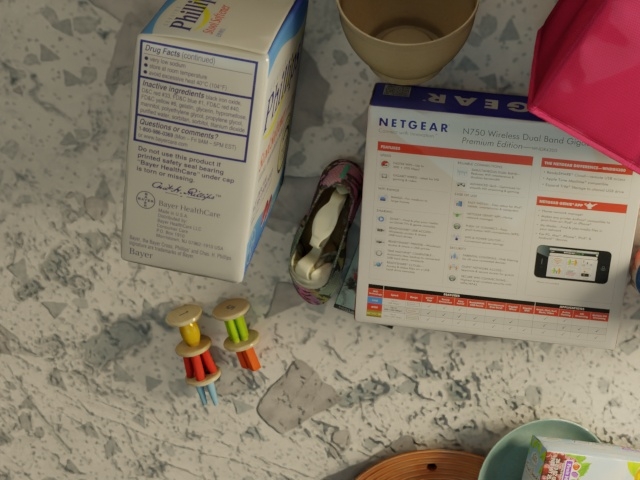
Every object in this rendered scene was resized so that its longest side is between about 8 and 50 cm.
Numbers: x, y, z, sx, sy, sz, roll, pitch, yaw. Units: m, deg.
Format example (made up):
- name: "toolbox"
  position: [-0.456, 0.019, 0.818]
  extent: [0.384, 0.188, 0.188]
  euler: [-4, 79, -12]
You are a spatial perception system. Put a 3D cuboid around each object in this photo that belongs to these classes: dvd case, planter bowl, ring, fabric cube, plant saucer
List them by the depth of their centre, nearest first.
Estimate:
- name: "fabric cube"
  position: [0.400, -0.224, 1.466]
  extent: [0.259, 0.254, 0.258]
  euler: [29, 119, -5]
- name: "planter bowl"
  position: [0.099, -0.248, 1.582]
  extent: [0.162, 0.162, 0.109]
  euler: [7, 145, 7]
- name: "dvd case"
  position: [0.076, 0.054, 1.820]
  extent: [0.087, 0.013, 0.119]
  euler: [21, 121, -1]
- name: "plant saucer"
  position: [0.303, 0.331, 1.888]
  extent: [0.195, 0.037, 0.195]
  euler: [-2, 102, -10]
- name: "ring"
  position: [0.183, 0.435, 1.998]
  extent: [0.336, 0.032, 0.336]
  euler: [4, 118, 8]

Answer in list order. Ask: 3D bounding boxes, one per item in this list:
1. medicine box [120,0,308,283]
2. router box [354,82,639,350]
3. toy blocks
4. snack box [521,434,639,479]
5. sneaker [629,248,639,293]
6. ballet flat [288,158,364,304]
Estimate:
- name: "medicine box"
  position: [-0.121, -0.144, 1.606]
  extent: [0.149, 0.263, 0.289]
  euler: [12, 120, 4]
- name: "router box"
  position: [0.218, -0.028, 1.699]
  extent: [0.335, 0.082, 0.301]
  euler: [7, 117, 6]
- name: "toy blocks"
  position: [-0.136, 0.159, 1.896]
  extent: [0.123, 0.054, 0.148]
  euler: [-8, 116, 15]
- name: "snack box"
  position: [0.353, 0.377, 1.852]
  extent: [0.174, 0.070, 0.207]
  euler: [10, 102, -12]
- name: "sneaker"
  position: [0.542, 0.091, 1.659]
  extent: [0.330, 0.147, 0.130]
  euler: [9, 121, -9]
- name: "ballet flat"
  position: [0.000, 0.000, 1.767]
  extent: [0.077, 0.079, 0.221]
  euler: [24, 121, 9]
